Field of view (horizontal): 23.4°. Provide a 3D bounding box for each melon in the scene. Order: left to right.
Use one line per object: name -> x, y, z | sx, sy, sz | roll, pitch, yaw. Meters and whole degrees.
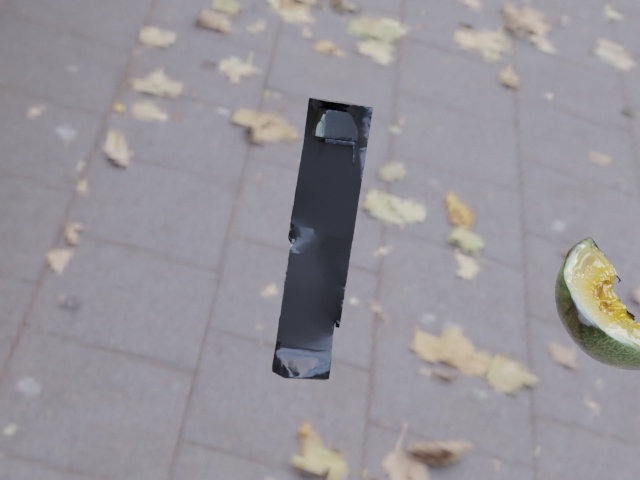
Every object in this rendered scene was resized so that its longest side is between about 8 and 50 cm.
melon -> 0.272, 0.078, 1.509 | 0.128, 0.079, 0.160 | -4, 49, -49

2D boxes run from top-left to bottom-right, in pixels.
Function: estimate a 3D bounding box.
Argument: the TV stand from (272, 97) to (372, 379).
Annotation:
TV stand -> 0.000, 0.000, 1.415 | 0.049, 0.257, 0.040 | 6, 7, -29
